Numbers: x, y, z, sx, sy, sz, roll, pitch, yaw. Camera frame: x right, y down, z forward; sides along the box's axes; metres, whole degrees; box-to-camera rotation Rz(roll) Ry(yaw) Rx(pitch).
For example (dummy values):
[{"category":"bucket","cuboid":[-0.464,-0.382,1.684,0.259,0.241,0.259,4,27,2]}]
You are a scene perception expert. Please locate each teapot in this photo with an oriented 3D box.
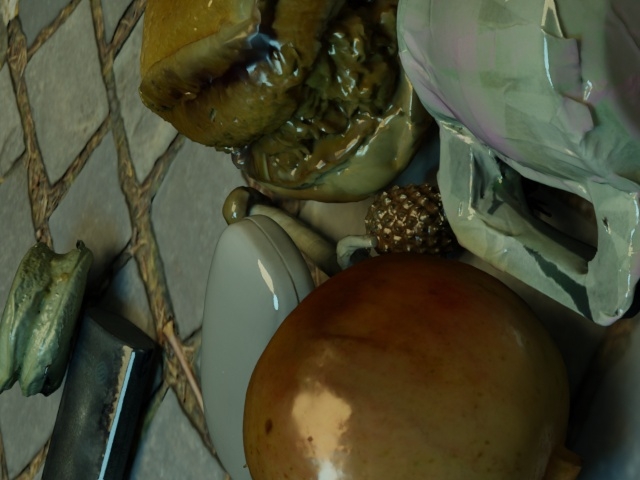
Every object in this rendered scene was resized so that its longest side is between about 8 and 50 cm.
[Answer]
[{"category":"teapot","cuboid":[0.138,-0.088,0.841,0.178,0.163,0.222,15,132,55]}]

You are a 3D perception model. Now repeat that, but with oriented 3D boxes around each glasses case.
[{"category":"glasses case","cuboid":[-0.041,0.083,1.055,0.092,0.059,0.233,51,148,37]}]

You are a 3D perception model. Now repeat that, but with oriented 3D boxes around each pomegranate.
[{"category":"pomegranate","cuboid":[0.050,0.103,0.881,0.191,0.191,0.191,-14,72,52]}]

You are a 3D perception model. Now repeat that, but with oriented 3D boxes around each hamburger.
[{"category":"hamburger","cuboid":[-0.235,0.069,1.344,0.133,0.062,0.140,-77,4,-45]},{"category":"hamburger","cuboid":[-0.012,-0.153,1.031,0.244,0.163,0.244,-44,35,43]}]

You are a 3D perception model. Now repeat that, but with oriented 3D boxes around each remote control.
[{"category":"remote control","cuboid":[-0.214,0.249,1.328,0.107,0.044,0.378,32,109,58]}]

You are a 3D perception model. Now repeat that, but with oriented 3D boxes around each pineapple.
[{"category":"pineapple","cuboid":[0.082,-0.019,0.964,0.124,0.058,0.058,-22,66,50]}]

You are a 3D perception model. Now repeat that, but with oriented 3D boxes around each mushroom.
[{"category":"mushroom","cuboid":[-0.001,0.003,1.036,0.306,0.068,0.043,22,94,69]}]
